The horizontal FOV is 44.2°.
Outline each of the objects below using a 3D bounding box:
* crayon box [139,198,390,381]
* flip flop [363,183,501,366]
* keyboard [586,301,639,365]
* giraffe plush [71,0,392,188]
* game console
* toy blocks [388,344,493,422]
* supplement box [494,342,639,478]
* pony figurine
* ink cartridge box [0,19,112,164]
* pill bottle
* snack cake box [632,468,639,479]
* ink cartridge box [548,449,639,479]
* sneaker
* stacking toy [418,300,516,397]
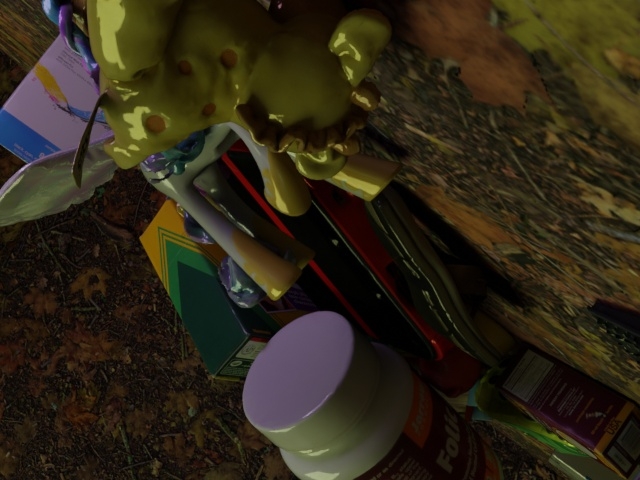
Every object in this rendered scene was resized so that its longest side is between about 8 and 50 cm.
[{"bbox_3d":[-0.084,0.097,1.333,0.363,0.106,0.313,17,-150,-48],"label":"crayon box"},{"bbox_3d":[0.143,0.038,0.900,0.277,0.080,0.112,57,168,-21],"label":"flip flop"},{"bbox_3d":[0.384,0.170,0.701,0.317,0.033,0.201,39,173,-23],"label":"keyboard"},{"bbox_3d":[-0.047,-0.120,0.493,0.170,0.210,0.181,9,172,-6],"label":"giraffe plush"},{"bbox_3d":[0.000,0.000,1.076,0.386,0.060,0.342,51,163,-25],"label":"game console"},{"bbox_3d":[0.218,0.276,1.520,0.261,0.190,0.381,7,-177,-11],"label":"toy blocks"},{"bbox_3d":[0.348,0.231,1.087,0.104,0.081,0.188,42,172,-39],"label":"supplement box"},{"bbox_3d":[-0.146,-0.097,0.803,0.363,0.303,0.351,42,142,-1],"label":"pony figurine"},{"bbox_3d":[-0.430,-0.226,1.349,0.168,0.232,0.171,38,173,-21],"label":"ink cartridge box"},{"bbox_3d":[0.082,0.288,1.146,0.392,0.224,0.224,46,170,-32],"label":"pill bottle"},{"bbox_3d":[0.406,0.366,0.907,0.152,0.264,0.089,35,173,14],"label":"snack cake box"},{"bbox_3d":[0.519,0.424,1.494,0.148,0.086,0.203,34,172,22],"label":"ink cartridge box"},{"bbox_3d":[0.354,0.279,1.255,0.123,0.109,0.295,45,170,-25],"label":"sneaker"},{"bbox_3d":[0.123,0.117,1.260,0.279,0.130,0.309,39,173,-16],"label":"stacking toy"}]
